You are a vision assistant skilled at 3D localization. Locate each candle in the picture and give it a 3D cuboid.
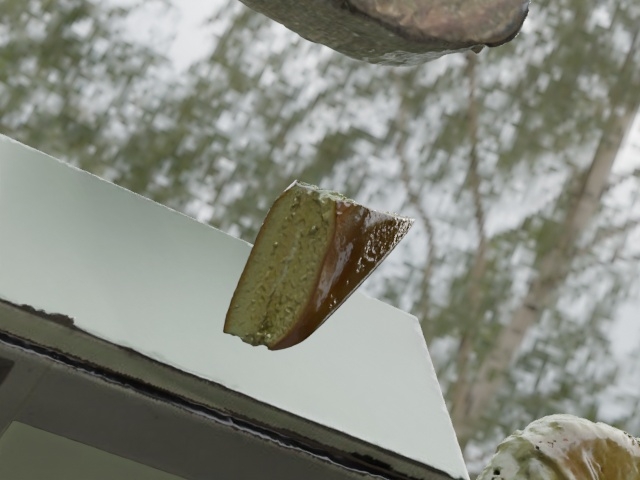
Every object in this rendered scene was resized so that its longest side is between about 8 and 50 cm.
[{"bbox_3d":[0.010,-0.167,0.843,0.068,0.168,0.192,-17,-87,67],"label":"candle"}]

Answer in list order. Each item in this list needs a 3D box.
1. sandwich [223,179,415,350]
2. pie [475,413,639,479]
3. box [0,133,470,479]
[{"bbox_3d":[0.000,0.000,0.611,0.031,0.083,0.044,22,-42,28],"label":"sandwich"},{"bbox_3d":[0.220,0.279,1.383,0.306,0.306,0.071,37,-35,-24],"label":"pie"},{"bbox_3d":[-0.098,0.106,0.720,0.225,0.117,0.225,24,-62,-26],"label":"box"}]
